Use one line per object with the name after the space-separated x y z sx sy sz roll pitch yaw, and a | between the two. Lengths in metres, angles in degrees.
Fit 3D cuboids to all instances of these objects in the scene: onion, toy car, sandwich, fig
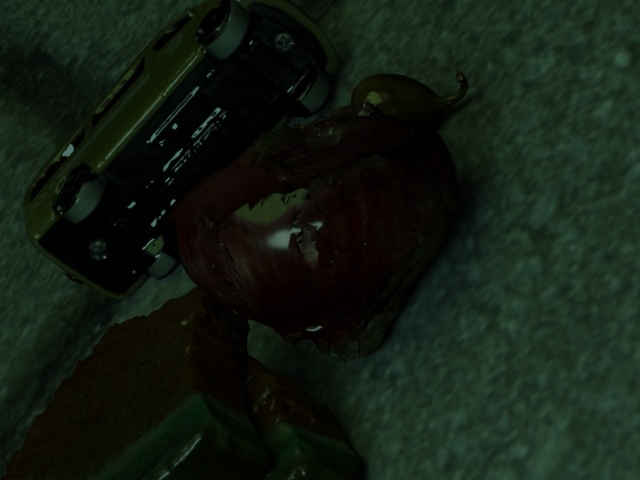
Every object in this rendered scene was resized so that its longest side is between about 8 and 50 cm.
0.000 0.000 1.146 0.184 0.147 0.184 -12 11 2 | onion
-0.105 -0.084 1.374 0.257 0.101 0.124 -47 30 13 | toy car
-0.104 0.137 1.164 0.292 0.109 0.212 -11 53 47 | sandwich
0.059 -0.089 1.225 0.083 0.050 0.050 -16 47 25 | fig
